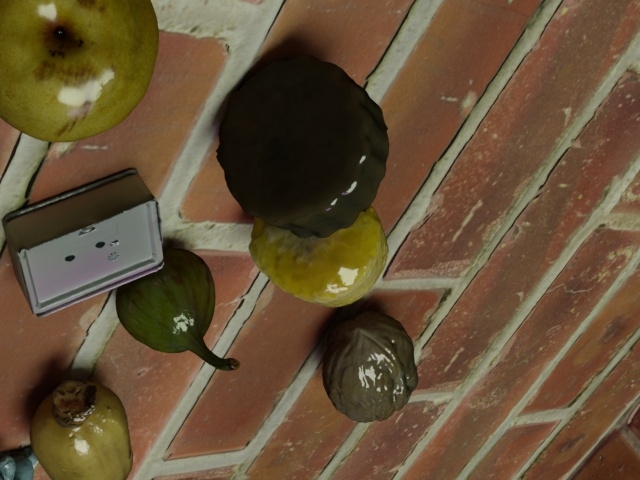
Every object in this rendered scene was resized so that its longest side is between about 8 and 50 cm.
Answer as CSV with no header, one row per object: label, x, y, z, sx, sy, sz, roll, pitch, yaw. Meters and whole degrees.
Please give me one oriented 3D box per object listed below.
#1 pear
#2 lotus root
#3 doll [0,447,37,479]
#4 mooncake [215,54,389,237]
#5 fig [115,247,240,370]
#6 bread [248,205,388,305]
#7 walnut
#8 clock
pear,-0.268,-0.206,1.331,0.209,0.209,0.209,-24,145,-18
lotus root,-0.364,0.303,1.943,0.146,0.131,0.303,-46,155,-28
doll,-0.483,0.383,1.932,0.120,0.075,0.180,-53,-178,2
mooncake,-0.015,-0.118,1.643,0.228,0.228,0.124,-45,153,15
fig,-0.183,0.117,1.766,0.149,0.245,0.149,-26,141,-23
bread,0.003,0.000,1.853,0.197,0.197,0.170,-38,161,4
walnut,0.084,0.213,2.207,0.178,0.178,0.230,-29,142,-10
clock,-0.308,0.005,1.669,0.192,0.071,0.147,-23,145,-19
